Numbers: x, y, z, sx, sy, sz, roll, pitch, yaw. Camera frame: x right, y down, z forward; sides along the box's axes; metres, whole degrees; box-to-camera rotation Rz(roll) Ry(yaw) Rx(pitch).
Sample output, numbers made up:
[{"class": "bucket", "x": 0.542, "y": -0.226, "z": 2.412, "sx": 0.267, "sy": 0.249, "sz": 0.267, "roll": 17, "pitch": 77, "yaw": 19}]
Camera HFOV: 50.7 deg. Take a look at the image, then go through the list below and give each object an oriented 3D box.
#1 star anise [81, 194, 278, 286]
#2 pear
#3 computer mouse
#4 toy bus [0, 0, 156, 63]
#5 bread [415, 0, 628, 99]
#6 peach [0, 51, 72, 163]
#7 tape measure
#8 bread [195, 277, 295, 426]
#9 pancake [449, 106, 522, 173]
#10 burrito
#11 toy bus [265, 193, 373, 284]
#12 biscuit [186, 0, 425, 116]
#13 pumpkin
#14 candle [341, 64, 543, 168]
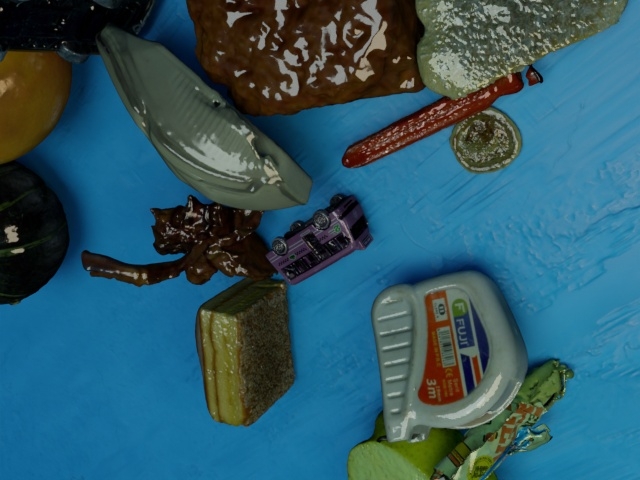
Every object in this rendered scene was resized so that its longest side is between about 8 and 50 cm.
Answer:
[{"class": "star anise", "x": -0.234, "y": 0.015, "z": 1.175, "sx": 0.237, "sy": 0.346, "sz": 0.148, "roll": -48, "pitch": 53, "yaw": 52}, {"class": "pear", "x": 0.175, "y": 0.407, "z": 1.180, "sx": 0.292, "sy": 0.159, "sz": 0.292, "roll": 24, "pitch": 127, "yaw": 36}, {"class": "computer mouse", "x": -0.202, "y": -0.175, "z": 1.078, "sx": 0.429, "sy": 0.228, "sz": 0.145, "roll": 42, "pitch": 94, "yaw": 8}, {"class": "toy bus", "x": -0.443, "y": -0.396, "z": 1.052, "sx": 0.162, "sy": 0.323, "sz": 0.194, "roll": -43, "pitch": 76, "yaw": 34}, {"class": "bread", "x": 0.240, "y": -0.319, "z": 0.876, "sx": 0.286, "sy": 0.056, "sz": 0.207, "roll": -28, "pitch": 93, "yaw": 12}, {"class": "peach", "x": -0.585, "y": -0.291, "z": 1.206, "sx": 0.289, "sy": 0.308, "sz": 0.289, "roll": 45, "pitch": 162, "yaw": 18}, {"class": "tape measure", "x": 0.196, "y": 0.182, "z": 1.059, "sx": 0.246, "sy": 0.125, "sz": 0.243, "roll": -15, "pitch": 69, "yaw": 24}, {"class": "bread", "x": -0.137, "y": 0.199, "z": 1.233, "sx": 0.110, "sy": 0.184, "sz": 0.234, "roll": 7, "pitch": 112, "yaw": 27}, {"class": "pancake", "x": 0.245, "y": -0.146, "z": 1.006, "sx": 0.108, "sy": 0.017, "sz": 0.108, "roll": 8, "pitch": 110, "yaw": 24}, {"class": "burrito", "x": 0.296, "y": 0.306, "z": 1.061, "sx": 0.104, "sy": 0.288, "sz": 0.054, "roll": 52, "pitch": 168, "yaw": -18}, {"class": "toy bus", "x": 0.000, "y": 0.000, "z": 1.146, "sx": 0.178, "sy": 0.087, "sz": 0.098, "roll": -32, "pitch": 96, "yaw": 35}, {"class": "biscuit", "x": -0.033, "y": -0.382, "z": 0.958, "sx": 0.343, "sy": 0.166, "sz": 0.395, "roll": -3, "pitch": 108, "yaw": 25}, {"class": "pumpkin", "x": -0.672, "y": -0.024, "z": 1.367, "sx": 0.323, "sy": 0.241, "sz": 0.323, "roll": 11, "pitch": 116, "yaw": 23}, {"class": "candle", "x": 0.168, "y": -0.184, "z": 1.007, "sx": 0.329, "sy": 0.051, "sz": 0.048, "roll": -23, "pitch": 98, "yaw": 32}]
